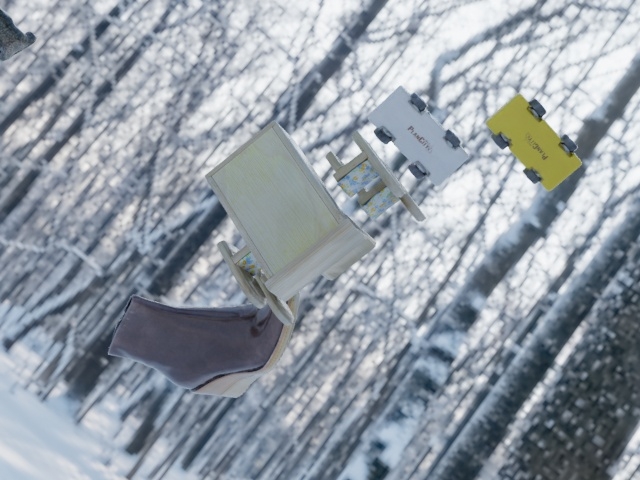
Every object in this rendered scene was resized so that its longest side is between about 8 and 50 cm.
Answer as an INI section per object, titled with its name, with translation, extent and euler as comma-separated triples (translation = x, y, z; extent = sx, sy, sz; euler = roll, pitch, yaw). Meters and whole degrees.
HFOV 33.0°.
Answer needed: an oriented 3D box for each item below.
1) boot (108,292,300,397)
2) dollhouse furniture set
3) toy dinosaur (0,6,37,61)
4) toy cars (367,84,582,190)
[boot]
translation = -0.160, 0.120, 1.465
extent = 0.206, 0.090, 0.248
euler = 23, -49, -16
[dollhouse furniture set]
translation = 0.000, 0.000, 1.201
extent = 0.161, 0.212, 0.242
euler = 56, 9, 31
[toy dinosaur]
translation = -0.305, -0.195, 0.788
extent = 0.313, 0.121, 0.160
euler = 29, -18, 48
[toy cars]
translation = 0.267, -0.187, 1.892
extent = 0.393, 0.177, 0.087
euler = 2, 26, -9
